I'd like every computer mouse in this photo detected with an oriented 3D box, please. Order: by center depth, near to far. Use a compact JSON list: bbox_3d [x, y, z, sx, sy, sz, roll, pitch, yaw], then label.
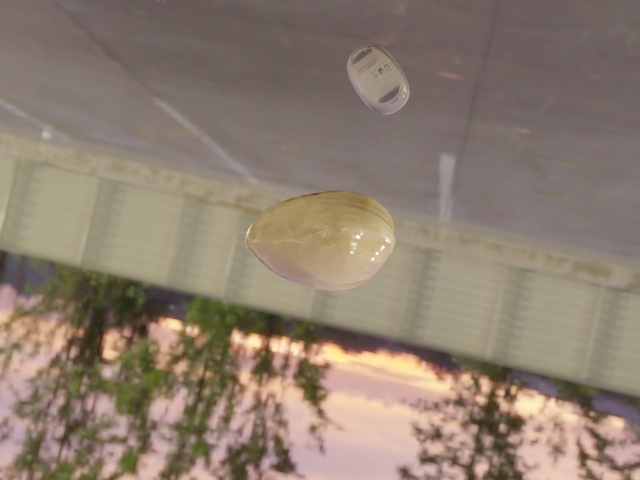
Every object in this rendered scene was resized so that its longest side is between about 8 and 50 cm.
[{"bbox_3d":[0.076,-0.212,1.507,0.096,0.066,0.039,55,-175,2],"label":"computer mouse"}]

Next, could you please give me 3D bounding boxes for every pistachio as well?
[{"bbox_3d":[0.000,0.000,1.742,0.229,0.157,0.157,1,178,-4],"label":"pistachio"}]

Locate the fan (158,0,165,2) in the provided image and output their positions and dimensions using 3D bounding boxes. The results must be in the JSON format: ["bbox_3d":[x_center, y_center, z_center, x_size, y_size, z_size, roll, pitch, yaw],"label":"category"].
[{"bbox_3d":[-0.247,-0.331,1.216,0.220,0.132,0.009,40,-145,-12],"label":"fan"}]
